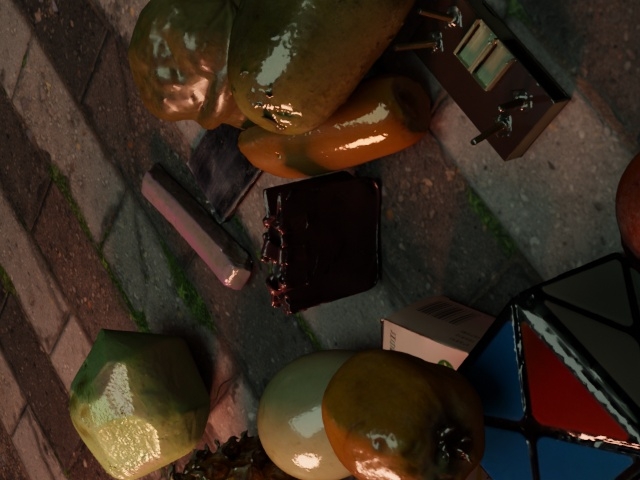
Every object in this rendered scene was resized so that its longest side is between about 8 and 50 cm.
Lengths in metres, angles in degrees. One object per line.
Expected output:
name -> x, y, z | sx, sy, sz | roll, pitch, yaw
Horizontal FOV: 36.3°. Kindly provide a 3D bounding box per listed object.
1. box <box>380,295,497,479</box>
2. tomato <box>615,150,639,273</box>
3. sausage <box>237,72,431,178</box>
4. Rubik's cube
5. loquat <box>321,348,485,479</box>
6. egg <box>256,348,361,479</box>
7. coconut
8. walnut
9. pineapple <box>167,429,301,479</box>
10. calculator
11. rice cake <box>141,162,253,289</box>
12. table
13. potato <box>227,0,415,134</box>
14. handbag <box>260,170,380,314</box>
box -> 0.196, 0.274, 1.510 | 0.173, 0.145, 0.333 | 21, 117, 45
tomato -> 0.432, -0.024, 1.097 | 0.208, 0.208, 0.184 | 36, 108, 36
sausage -> 0.008, -0.166, 1.552 | 0.354, 0.134, 0.116 | -15, 72, 39
Rubik's cube -> 0.341, 0.197, 1.245 | 0.246, 0.250, 0.248 | 51, 133, 24
loquat -> 0.102, 0.222, 1.187 | 0.234, 0.187, 0.176 | 22, 110, 53
egg -> 0.022, 0.292, 1.657 | 0.295, 0.218, 0.218 | -28, 81, 41
coconut -> -0.396, 0.332, 2.091 | 0.328, 0.281, 0.328 | 23, 123, 42
walnut -> -0.168, -0.318, 1.618 | 0.253, 0.282, 0.277 | 50, 137, 34
pineapple -> -0.146, 0.536, 1.877 | 0.352, 0.300, 0.352 | 12, 105, 49
calculator -> -0.172, -0.163, 1.873 | 0.161, 0.021, 0.262 | 60, 137, 16
rice cake -> -0.259, -0.034, 1.989 | 0.365, 0.056, 0.073 | 45, 130, 29
table -> 0.208, -0.233, 1.354 | 0.240, 0.111, 0.121 | 55, 135, 21
potato -> -0.008, -0.329, 1.415 | 0.359, 0.219, 0.270 | -56, 34, 6
handbag -> -0.002, -0.001, 1.590 | 0.074, 0.216, 0.203 | 16, 115, 50
